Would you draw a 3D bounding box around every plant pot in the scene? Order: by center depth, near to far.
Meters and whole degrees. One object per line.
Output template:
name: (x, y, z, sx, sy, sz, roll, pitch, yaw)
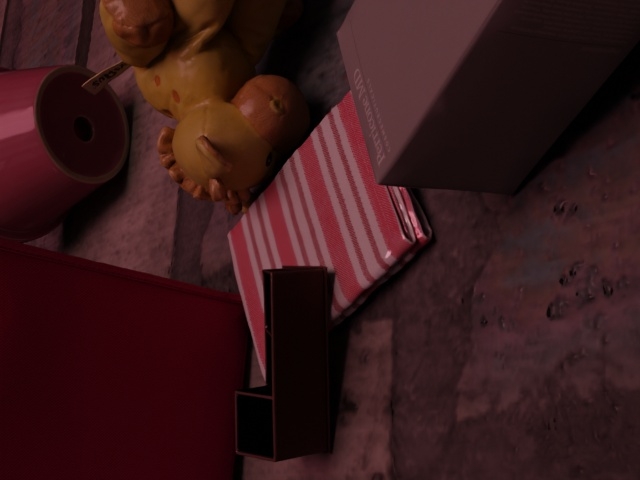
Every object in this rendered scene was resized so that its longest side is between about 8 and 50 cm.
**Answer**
plant pot: (-0.313, -0.105, 1.163, 0.180, 0.201, 0.201, -14, 65, 36)

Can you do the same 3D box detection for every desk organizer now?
desk organizer: (-0.027, 0.083, 0.740, 0.047, 0.050, 0.130, -1, 91, 47)

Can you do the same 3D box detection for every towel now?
towel: (0.000, 0.000, 0.789, 0.197, 0.029, 0.144, -46, 45, 37)

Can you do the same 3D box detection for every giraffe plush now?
giraffe plush: (-0.082, -0.116, 0.855, 0.210, 0.181, 0.170, -39, 68, 28)

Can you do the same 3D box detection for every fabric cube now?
fabric cube: (-0.230, 0.162, 0.863, 0.259, 0.254, 0.258, -18, 61, 53)

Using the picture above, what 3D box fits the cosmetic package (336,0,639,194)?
cosmetic package: (0.103, -0.141, 0.573, 0.238, 0.107, 0.127, 124, 141, -47)
